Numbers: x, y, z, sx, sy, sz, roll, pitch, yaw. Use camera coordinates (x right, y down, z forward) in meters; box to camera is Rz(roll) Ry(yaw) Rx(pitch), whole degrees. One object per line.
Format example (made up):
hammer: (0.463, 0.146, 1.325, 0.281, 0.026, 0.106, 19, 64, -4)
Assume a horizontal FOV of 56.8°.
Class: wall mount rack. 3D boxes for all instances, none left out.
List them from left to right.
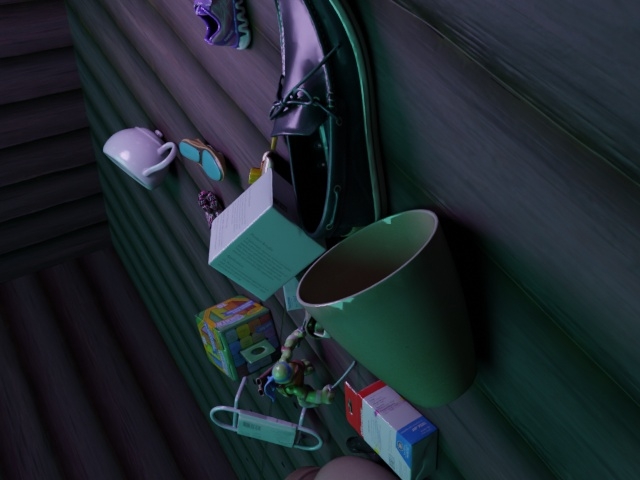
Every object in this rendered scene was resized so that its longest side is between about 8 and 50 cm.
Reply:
wall mount rack: (-0.156, 0.561, 1.830, 0.351, 0.130, 0.304, 15, 133, 4)

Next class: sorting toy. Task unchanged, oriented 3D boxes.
sorting toy: (-0.145, -0.114, 1.358, 0.196, 0.047, 0.347, -115, 36, -76)

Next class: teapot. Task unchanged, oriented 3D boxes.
teapot: (-0.628, -0.315, 2.112, 0.256, 0.187, 0.252, 39, 170, 1)

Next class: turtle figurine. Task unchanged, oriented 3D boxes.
turtle figurine: (-0.018, 0.333, 1.540, 0.198, 0.274, 0.266, 33, 163, 17)

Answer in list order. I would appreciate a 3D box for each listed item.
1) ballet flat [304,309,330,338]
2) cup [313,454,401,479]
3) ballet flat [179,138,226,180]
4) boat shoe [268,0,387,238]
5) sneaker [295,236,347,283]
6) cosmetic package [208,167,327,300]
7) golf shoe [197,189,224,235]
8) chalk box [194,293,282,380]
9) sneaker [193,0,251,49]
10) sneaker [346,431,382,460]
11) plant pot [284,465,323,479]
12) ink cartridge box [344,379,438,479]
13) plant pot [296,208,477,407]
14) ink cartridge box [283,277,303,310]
ballet flat: (0.033, 0.156, 1.292, 0.316, 0.108, 0.106, 120, 164, -66)
cup: (0.085, 0.658, 1.403, 0.237, 0.332, 0.330, -118, 17, -66)
ballet flat: (-0.320, -0.243, 1.705, 0.232, 0.073, 0.080, 37, 132, 36)
boat shoe: (-0.008, -0.231, 1.040, 0.187, 0.156, 0.499, 18, 124, 59)
sneaker: (0.000, 0.000, 1.284, 0.087, 0.130, 0.227, 56, -168, -29)
cosmetic package: (-0.107, -0.011, 1.190, 0.151, 0.184, 0.151, 39, -157, -29)
golf shoe: (-0.325, -0.072, 1.861, 0.086, 0.068, 0.186, -109, 0, -83)
chalk box: (-0.246, 0.308, 1.859, 0.289, 0.180, 0.179, 12, 120, 58)
sneaker: (-0.225, -0.527, 1.275, 0.095, 0.105, 0.236, 26, 131, 55)
sneaker: (0.113, 0.490, 1.472, 0.170, 0.051, 0.089, -3, 107, 57)
plant pot: (0.032, 0.767, 1.642, 0.229, 0.263, 0.262, -21, 91, 47)
ink cartridge box: (0.150, 0.406, 1.303, 0.231, 0.078, 0.134, 36, 139, 47)
plant pot: (0.141, 0.131, 0.975, 0.274, 0.256, 0.257, 57, 157, -17)
ink cartridge box: (-0.079, 0.061, 1.468, 0.097, 0.046, 0.206, -105, 7, -63)
